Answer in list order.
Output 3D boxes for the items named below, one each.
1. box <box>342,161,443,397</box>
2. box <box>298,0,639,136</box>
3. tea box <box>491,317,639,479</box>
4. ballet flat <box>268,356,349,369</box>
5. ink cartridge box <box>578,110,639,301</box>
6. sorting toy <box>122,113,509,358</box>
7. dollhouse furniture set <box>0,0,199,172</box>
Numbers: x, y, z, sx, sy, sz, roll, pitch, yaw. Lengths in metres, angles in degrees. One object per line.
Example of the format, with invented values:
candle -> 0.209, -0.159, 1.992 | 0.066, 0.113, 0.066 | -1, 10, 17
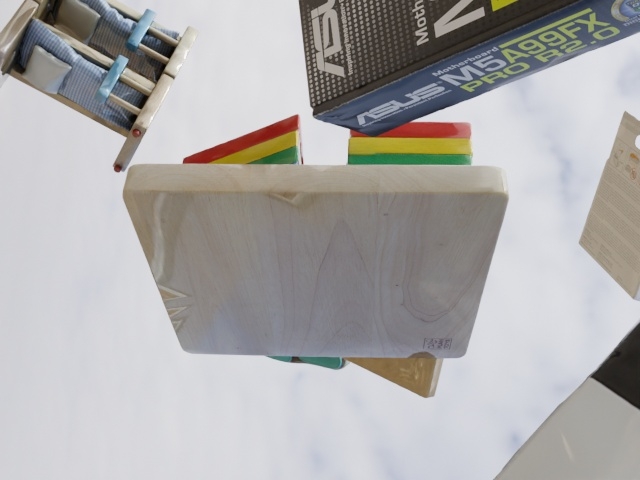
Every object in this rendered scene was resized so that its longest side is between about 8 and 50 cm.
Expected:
box -> 0.069, 0.033, 0.850 | 0.164, 0.021, 0.201 | 21, -78, 42
box -> 0.078, -0.216, 0.447 | 0.216, 0.060, 0.270 | -16, -107, 38
tea box -> 0.293, 0.131, 0.362 | 0.323, 0.329, 0.220 | -45, -140, -5
ballet flat -> -0.027, 0.144, 1.187 | 0.168, 0.052, 0.057 | 12, -63, 26
ink cartridge box -> 0.462, -0.050, 1.224 | 0.181, 0.056, 0.224 | -111, -150, -61
sorting toy -> 0.000, 0.000, 0.685 | 0.257, 0.256, 0.089 | 87, 4, -58
dollhouse furniture set -> -0.160, -0.170, 0.647 | 0.183, 0.129, 0.128 | -45, -158, 50
